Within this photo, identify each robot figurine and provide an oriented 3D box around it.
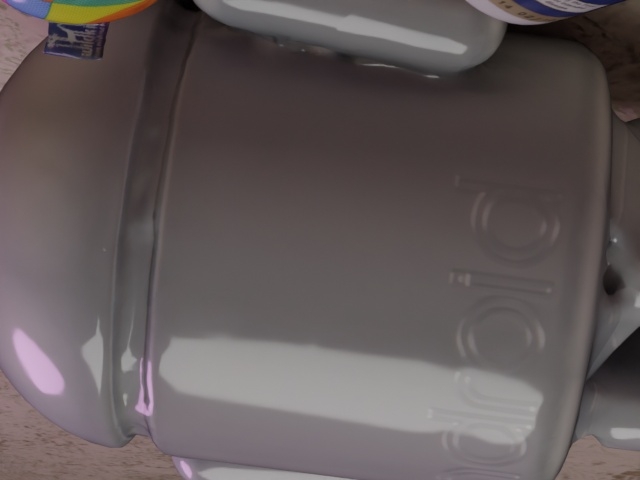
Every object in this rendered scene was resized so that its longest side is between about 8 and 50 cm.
[{"bbox_3d":[0.000,0.000,0.805,0.353,0.200,0.300,6,125,3],"label":"robot figurine"}]

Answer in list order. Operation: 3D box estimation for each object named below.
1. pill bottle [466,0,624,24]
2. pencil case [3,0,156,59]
[{"bbox_3d":[0.111,-0.124,0.531,0.094,0.094,0.169,21,159,-38],"label":"pill bottle"},{"bbox_3d":[-0.053,-0.139,0.545,0.104,0.104,0.236,14,159,-19],"label":"pencil case"}]
